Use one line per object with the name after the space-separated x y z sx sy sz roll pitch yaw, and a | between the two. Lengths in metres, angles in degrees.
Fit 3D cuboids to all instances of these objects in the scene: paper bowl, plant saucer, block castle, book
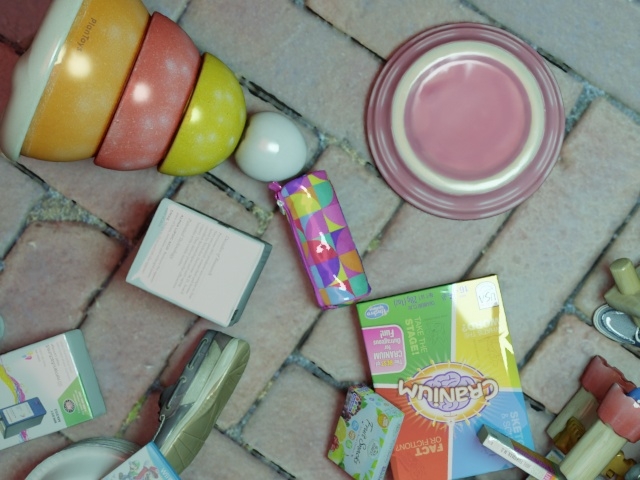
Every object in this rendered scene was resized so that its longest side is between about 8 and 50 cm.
-0.375 0.477 1.825 0.284 0.148 0.284 0 89 5 | paper bowl
0.241 -0.199 1.822 0.332 0.084 0.332 0 90 4 | plant saucer
0.585 0.373 1.689 0.453 0.303 0.213 39 98 3 | block castle
0.319 0.344 1.740 0.144 0.096 0.035 32 92 3 | book

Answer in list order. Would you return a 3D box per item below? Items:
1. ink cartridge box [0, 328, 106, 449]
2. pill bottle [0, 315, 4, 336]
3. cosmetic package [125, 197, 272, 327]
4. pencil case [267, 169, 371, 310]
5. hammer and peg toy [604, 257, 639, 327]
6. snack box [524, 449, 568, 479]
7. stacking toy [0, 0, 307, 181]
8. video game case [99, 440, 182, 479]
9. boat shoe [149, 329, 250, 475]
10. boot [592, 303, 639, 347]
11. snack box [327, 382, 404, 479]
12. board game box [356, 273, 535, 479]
-0.493 0.257 1.860 0.212 0.093 0.154 -18 89 5 | ink cartridge box
-0.587 0.151 1.827 0.094 0.169 0.094 0 90 3 | pill bottle
-0.195 0.037 1.813 0.183 0.151 0.152 24 91 3 | cosmetic package
0.000 0.000 1.829 0.104 0.104 0.236 -24 88 3 | pencil case
0.644 0.019 1.707 0.361 0.266 0.127 -36 112 -13 | hammer and peg toy
0.345 0.524 1.795 0.187 0.060 0.322 42 92 22 | snack box
-0.246 -0.209 1.780 0.479 0.350 0.351 24 91 -13 | stacking toy
-0.295 0.413 1.734 0.166 0.015 0.119 -38 86 5 | video game case
-0.222 0.274 1.824 0.092 0.103 0.285 24 71 22 | boat shoe
0.545 0.148 1.798 0.189 0.086 0.069 14 91 4 | boot
0.074 0.321 1.805 0.100 0.037 0.141 32 117 35 | snack box
0.208 0.233 1.829 0.242 0.064 0.317 -13 89 3 | board game box
